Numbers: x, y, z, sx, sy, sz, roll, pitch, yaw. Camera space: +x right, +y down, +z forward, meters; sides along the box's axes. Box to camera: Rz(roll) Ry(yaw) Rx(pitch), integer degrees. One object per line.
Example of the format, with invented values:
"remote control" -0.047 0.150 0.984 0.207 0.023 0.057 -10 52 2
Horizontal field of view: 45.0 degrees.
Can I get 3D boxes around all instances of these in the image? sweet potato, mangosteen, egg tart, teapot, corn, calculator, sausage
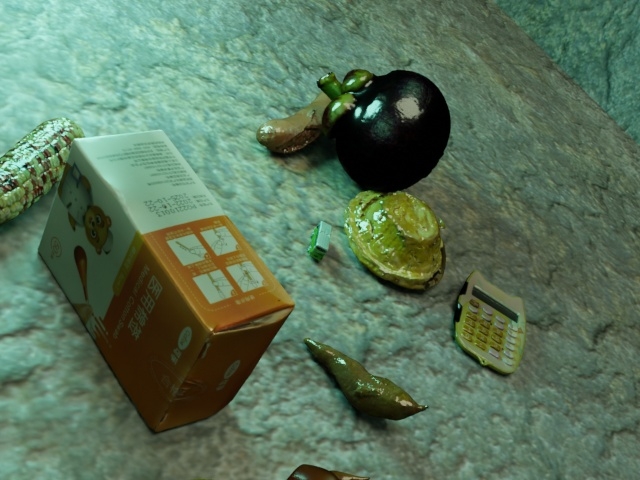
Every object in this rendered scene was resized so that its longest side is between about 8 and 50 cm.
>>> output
"sweet potato" 0.058 0.224 1.191 0.226 0.068 0.068 29 32 23
"mangosteen" 0.120 -0.249 1.603 0.302 0.275 0.275 35 35 -3
"egg tart" 0.158 -0.014 1.506 0.241 0.106 0.241 20 42 -19
"teapot" -0.006 0.345 0.944 0.116 0.116 0.173 39 60 6
"corn" -0.433 -0.099 1.138 0.086 0.086 0.253 31 38 -6
"calculator" 0.327 0.163 1.498 0.157 0.033 0.236 33 38 -4
"sausage" -0.030 -0.252 1.646 0.087 0.079 0.326 48 37 -1

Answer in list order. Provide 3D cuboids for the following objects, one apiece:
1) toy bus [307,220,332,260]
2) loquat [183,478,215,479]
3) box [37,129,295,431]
"toy bus" 0.000 0.000 1.413 0.031 0.037 0.083 27 35 -11
"loquat" -0.132 0.342 0.765 0.208 0.208 0.208 22 37 -18
"box" -0.214 0.049 1.024 0.143 0.225 0.341 -17 59 -45
